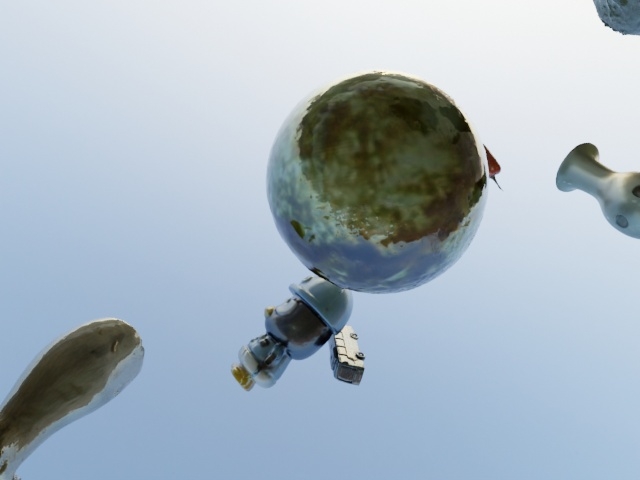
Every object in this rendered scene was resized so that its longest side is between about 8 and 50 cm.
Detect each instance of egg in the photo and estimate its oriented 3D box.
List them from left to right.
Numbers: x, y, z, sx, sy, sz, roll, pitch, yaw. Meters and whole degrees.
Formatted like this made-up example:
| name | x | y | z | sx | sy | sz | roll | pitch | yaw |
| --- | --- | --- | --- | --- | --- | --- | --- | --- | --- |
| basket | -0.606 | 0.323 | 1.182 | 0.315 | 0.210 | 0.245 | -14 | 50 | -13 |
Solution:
| name | x | y | z | sx | sy | sz | roll | pitch | yaw |
| --- | --- | --- | --- | --- | --- | --- | --- | --- | --- |
| egg | 0.068 | -0.052 | 0.468 | 0.238 | 0.289 | 0.238 | -12 | -123 | 19 |

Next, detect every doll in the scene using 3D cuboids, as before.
| name | x | y | z | sx | sy | sz | roll | pitch | yaw |
| --- | --- | --- | --- | --- | --- | --- | --- | --- | --- |
| doll | -0.046 | 0.170 | 0.822 | 0.314 | 0.177 | 0.141 | -41 | -88 | -14 |

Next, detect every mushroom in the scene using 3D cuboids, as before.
| name | x | y | z | sx | sy | sz | roll | pitch | yaw |
| --- | --- | --- | --- | --- | --- | --- | --- | --- | --- |
| mushroom | -0.333 | 0.193 | 0.506 | 0.116 | 0.093 | 0.225 | 59 | -143 | -12 |

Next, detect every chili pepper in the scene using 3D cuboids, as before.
| name | x | y | z | sx | sy | sz | roll | pitch | yaw |
| --- | --- | --- | --- | --- | --- | --- | --- | --- | --- |
| chili pepper | 0.575 | -0.248 | 1.384 | 0.086 | 0.084 | 0.192 | -27 | -98 | -41 |

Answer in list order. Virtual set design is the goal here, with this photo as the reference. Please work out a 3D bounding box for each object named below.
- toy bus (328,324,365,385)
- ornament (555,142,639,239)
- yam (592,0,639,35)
| name | x | y | z | sx | sy | sz | roll | pitch | yaw |
| --- | --- | --- | --- | --- | --- | --- | --- | --- | --- |
| toy bus | 0.051 | 0.232 | 0.842 | 0.065 | 0.047 | 0.166 | 13 | -165 | -8 |
| ornament | 0.368 | -0.059 | 0.493 | 0.081 | 0.075 | 0.156 | 9 | -151 | -16 |
| yam | 0.485 | -0.403 | 0.505 | 0.168 | 0.304 | 0.168 | 0 | -89 | 10 |
